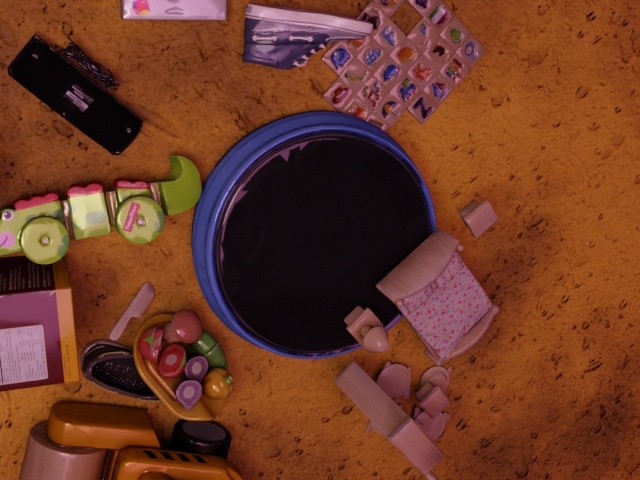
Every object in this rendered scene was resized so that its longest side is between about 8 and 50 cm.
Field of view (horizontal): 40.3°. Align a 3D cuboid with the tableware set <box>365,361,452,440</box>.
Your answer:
[{"bbox_3d":[0.155,0.278,1.499,0.168,0.020,0.141,10,102,-22],"label":"tableware set"}]

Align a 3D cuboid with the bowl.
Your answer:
[{"bbox_3d":[0.000,0.000,1.341,0.391,0.077,0.391,-5,107,-18],"label":"bowl"}]

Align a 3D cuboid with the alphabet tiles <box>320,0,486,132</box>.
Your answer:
[{"bbox_3d":[0.120,-0.274,1.354,0.198,0.009,0.237,41,89,-23],"label":"alphabet tiles"}]

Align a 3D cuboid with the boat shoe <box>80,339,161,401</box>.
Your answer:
[{"bbox_3d":[-0.248,0.209,1.319,0.227,0.068,0.081,14,98,-21],"label":"boat shoe"}]

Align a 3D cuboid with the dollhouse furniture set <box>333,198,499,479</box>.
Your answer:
[{"bbox_3d":[0.222,0.173,1.355,0.355,0.174,0.303,-43,129,-5],"label":"dollhouse furniture set"}]

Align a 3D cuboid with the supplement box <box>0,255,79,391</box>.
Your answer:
[{"bbox_3d":[-0.432,0.108,1.166,0.194,0.191,0.129,-5,105,-18],"label":"supplement box"}]

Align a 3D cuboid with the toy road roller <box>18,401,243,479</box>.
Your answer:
[{"bbox_3d":[-0.265,0.380,1.264,0.329,0.240,0.203,11,99,-21],"label":"toy road roller"}]

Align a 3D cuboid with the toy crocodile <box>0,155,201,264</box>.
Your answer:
[{"bbox_3d":[-0.329,-0.038,1.208,0.340,0.115,0.105,-13,102,-17],"label":"toy crocodile"}]

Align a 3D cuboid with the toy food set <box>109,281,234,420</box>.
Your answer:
[{"bbox_3d":[-0.198,0.165,1.274,0.218,0.071,0.128,51,43,-13],"label":"toy food set"}]

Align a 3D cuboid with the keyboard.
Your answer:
[{"bbox_3d":[-0.328,-0.211,1.215,0.192,0.038,0.100,39,112,-24],"label":"keyboard"}]

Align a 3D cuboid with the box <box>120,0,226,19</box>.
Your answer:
[{"bbox_3d":[-0.204,-0.399,1.198,0.145,0.038,0.186,-4,104,-17],"label":"box"}]

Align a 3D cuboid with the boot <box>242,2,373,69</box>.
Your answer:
[{"bbox_3d":[-0.021,-0.292,1.278,0.190,0.069,0.086,5,109,-11],"label":"boot"}]
